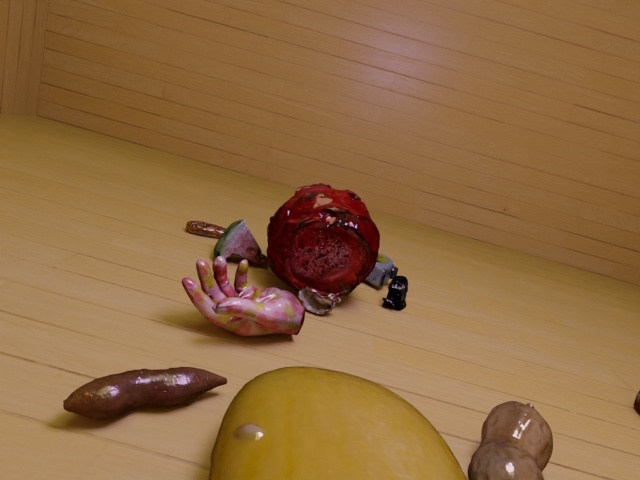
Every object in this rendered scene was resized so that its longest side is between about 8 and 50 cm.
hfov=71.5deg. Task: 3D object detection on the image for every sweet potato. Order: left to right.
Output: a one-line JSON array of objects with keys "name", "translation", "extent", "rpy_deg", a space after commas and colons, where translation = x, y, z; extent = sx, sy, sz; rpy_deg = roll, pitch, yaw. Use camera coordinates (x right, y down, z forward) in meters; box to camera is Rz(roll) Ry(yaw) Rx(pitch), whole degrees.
[{"name": "sweet potato", "translation": [-0.229, 0.201, 0.605], "extent": [0.218, 0.051, 0.065], "rpy_deg": [4, 15, -42]}]

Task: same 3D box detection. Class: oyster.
[{"name": "oyster", "translation": [-0.005, 0.138, 1.056], "extent": [0.083, 0.080, 0.038], "rpy_deg": [51, -4, 7]}]

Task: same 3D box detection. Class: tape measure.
[{"name": "tape measure", "translation": [0.091, 0.051, 1.441], "extent": [0.330, 0.084, 0.164], "rpy_deg": [26, 15, 31]}]

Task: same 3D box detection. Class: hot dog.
[{"name": "hot dog", "translation": [-0.347, -0.034, 1.390], "extent": [0.144, 0.038, 0.062], "rpy_deg": [12, 14, -15]}]

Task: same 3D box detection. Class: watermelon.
[{"name": "watermelon", "translation": [-0.218, 0.008, 1.247], "extent": [0.158, 0.121, 0.098], "rpy_deg": [12, -8, -29]}]

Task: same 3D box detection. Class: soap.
[{"name": "soap", "translation": [0.028, 0.273, 0.485], "extent": [0.305, 0.115, 0.427], "rpy_deg": [11, 14, -4]}]

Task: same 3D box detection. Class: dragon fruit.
[{"name": "dragon fruit", "translation": [0.000, 0.000, 1.157], "extent": [0.295, 0.296, 0.302], "rpy_deg": [8, 29, -29]}]

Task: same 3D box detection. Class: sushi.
[{"name": "sushi", "translation": [0.210, 0.145, 1.222], "extent": [0.056, 0.083, 0.084], "rpy_deg": [23, 15, 23]}]

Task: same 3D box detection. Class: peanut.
[{"name": "peanut", "translation": [0.270, 0.306, 0.631], "extent": [0.101, 0.118, 0.263], "rpy_deg": [1, 8, 32]}]

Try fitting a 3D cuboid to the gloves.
[{"name": "gloves", "translation": [-0.151, 0.121, 0.861], "extent": [0.241, 0.126, 0.145], "rpy_deg": [14, 38, -19]}]

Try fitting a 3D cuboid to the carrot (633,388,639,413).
[{"name": "carrot", "translation": [0.858, 0.402, 0.964], "extent": [0.307, 0.100, 0.258], "rpy_deg": [12, 14, 17]}]
